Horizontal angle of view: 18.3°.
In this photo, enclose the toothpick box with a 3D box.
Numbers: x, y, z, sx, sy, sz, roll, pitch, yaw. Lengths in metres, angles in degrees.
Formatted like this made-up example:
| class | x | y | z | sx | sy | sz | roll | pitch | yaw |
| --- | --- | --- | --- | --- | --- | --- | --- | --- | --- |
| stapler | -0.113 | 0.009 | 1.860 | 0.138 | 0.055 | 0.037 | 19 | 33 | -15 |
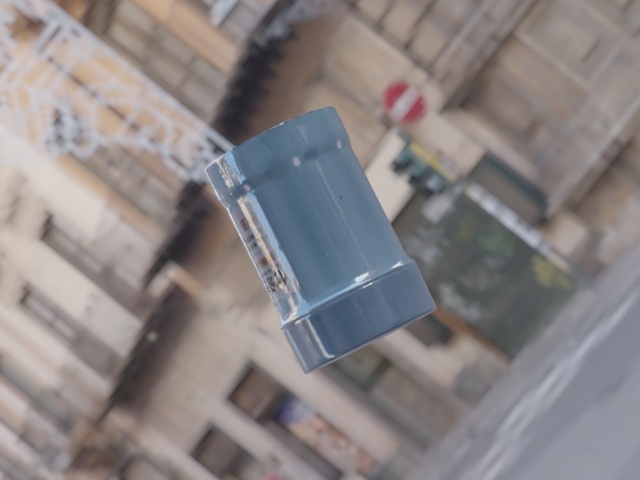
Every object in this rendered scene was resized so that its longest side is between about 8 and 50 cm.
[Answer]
| class | x | y | z | sx | sy | sz | roll | pitch | yaw |
| --- | --- | --- | --- | --- | --- | --- | --- | --- | --- |
| toothpick box | 0.000 | 0.000 | 1.331 | 0.101 | 0.153 | 0.101 | -26 | -5 | -3 |
